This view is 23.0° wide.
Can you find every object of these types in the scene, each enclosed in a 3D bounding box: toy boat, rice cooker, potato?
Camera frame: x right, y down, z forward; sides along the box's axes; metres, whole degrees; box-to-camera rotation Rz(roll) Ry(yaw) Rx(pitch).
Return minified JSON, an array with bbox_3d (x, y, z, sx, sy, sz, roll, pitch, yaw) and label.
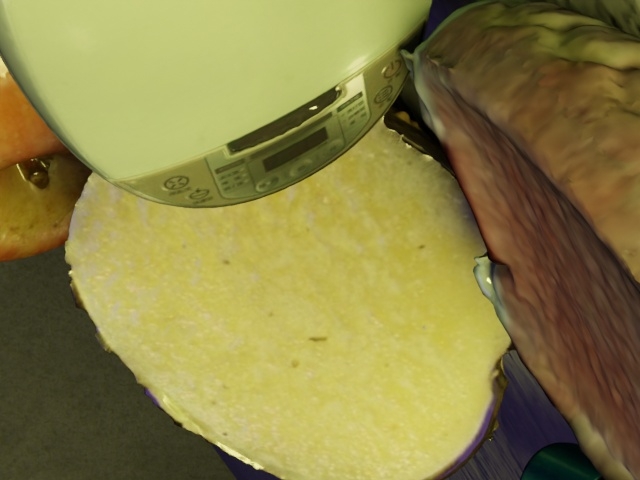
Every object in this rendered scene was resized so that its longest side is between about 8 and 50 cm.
[{"bbox_3d":[0.108,0.011,0.445,0.227,0.085,0.155,-124,12,-55],"label":"toy boat"},{"bbox_3d":[-0.048,-0.107,0.485,0.127,0.145,0.206,53,170,51],"label":"rice cooker"},{"bbox_3d":[0.000,0.000,0.686,0.202,0.182,0.117,37,-150,-12],"label":"potato"}]

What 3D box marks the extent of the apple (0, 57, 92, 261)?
[{"bbox_3d":[-0.199,-0.120,0.848,0.241,0.242,0.242,62,173,20],"label":"apple"}]

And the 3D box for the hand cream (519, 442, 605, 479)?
[{"bbox_3d":[0.187,0.158,0.626,0.270,0.061,0.120,22,144,54],"label":"hand cream"}]
